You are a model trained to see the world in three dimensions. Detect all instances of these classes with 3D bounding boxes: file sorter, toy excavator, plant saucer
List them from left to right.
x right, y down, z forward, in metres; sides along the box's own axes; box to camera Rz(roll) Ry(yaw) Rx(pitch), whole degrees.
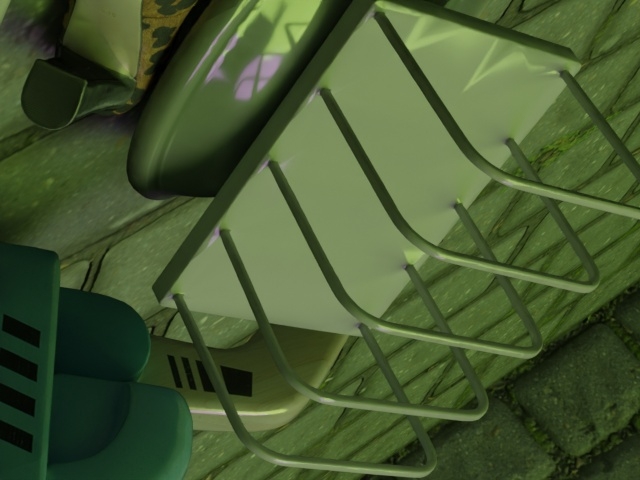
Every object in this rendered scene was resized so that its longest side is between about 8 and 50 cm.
[{"bbox_3d":[-0.152,0.122,1.253,0.445,0.432,0.222,13,139,-17],"label":"toy excavator"},{"bbox_3d":[0.031,-0.156,1.233,0.400,0.100,0.400,-47,174,-6],"label":"plant saucer"},{"bbox_3d":[0.058,0.008,1.133,0.193,0.173,0.277,12,128,-39],"label":"file sorter"}]

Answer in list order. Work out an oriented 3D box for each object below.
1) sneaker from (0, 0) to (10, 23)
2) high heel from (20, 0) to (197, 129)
[{"bbox_3d":[-0.229,-0.104,0.950,0.235,0.090,0.095,-47,176,31],"label":"sneaker"},{"bbox_3d":[-0.095,-0.191,1.063,0.261,0.093,0.186,-57,-179,13],"label":"high heel"}]
